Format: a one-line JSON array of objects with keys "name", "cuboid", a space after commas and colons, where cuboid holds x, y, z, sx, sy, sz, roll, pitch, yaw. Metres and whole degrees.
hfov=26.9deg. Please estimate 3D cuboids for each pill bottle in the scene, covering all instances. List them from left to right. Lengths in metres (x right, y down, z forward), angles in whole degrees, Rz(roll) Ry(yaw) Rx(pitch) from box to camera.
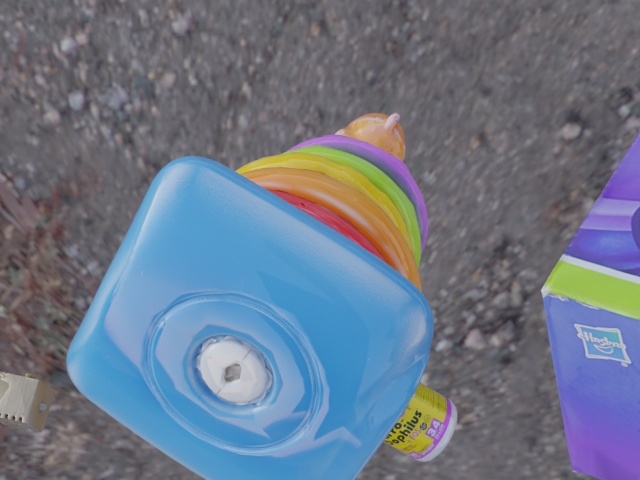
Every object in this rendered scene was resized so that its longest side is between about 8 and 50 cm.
[{"name": "pill bottle", "cuboid": [0.040, 0.100, 0.827, 0.083, 0.043, 0.043, 31, 79, -18]}]

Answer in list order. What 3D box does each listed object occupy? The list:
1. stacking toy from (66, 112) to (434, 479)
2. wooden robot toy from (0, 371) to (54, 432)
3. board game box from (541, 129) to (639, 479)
[{"name": "stacking toy", "cuboid": [0.000, 0.000, 0.785, 0.166, 0.302, 0.175, 32, 122, 0]}, {"name": "wooden robot toy", "cuboid": [-0.255, 0.106, 0.814, 0.173, 0.076, 0.079, 13, 72, -2]}, {"name": "board game box", "cuboid": [0.260, -0.001, 0.302, 0.347, 0.078, 0.233, 16, 54, 30]}]
